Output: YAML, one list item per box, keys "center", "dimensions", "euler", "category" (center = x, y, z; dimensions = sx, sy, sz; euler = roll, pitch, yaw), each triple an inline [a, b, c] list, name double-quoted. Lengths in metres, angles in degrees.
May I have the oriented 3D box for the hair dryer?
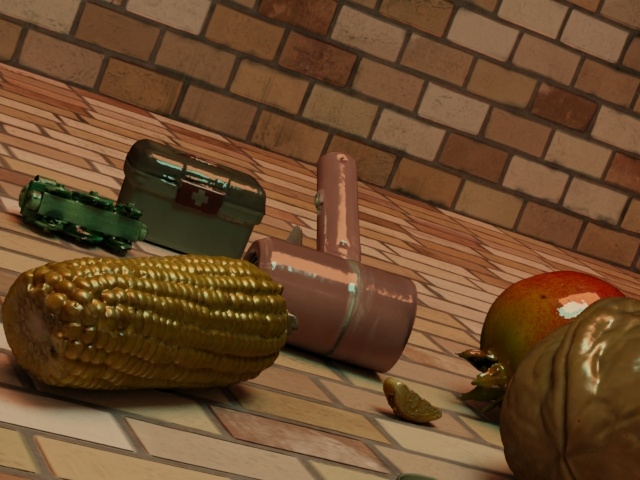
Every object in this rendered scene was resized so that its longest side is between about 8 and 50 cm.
- center: [0.000, 0.000, 2.065]
  dimensions: [0.210, 0.125, 0.352]
  euler: [17, 41, -17]
  category: "hair dryer"

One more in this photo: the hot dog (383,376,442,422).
- center: [0.103, 0.192, 1.849]
  dimensions: [0.090, 0.034, 0.030]
  euler: [39, -13, -34]
  category: "hot dog"

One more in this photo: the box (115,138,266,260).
- center: [-0.193, -0.055, 2.313]
  dimensions: [0.210, 0.129, 0.148]
  euler: [18, 10, -15]
  category: "box"

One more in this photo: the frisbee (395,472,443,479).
- center: [0.124, 0.258, 1.564]
  dimensions: [0.110, 0.014, 0.110]
  euler: [20, 9, -3]
  category: "frisbee"

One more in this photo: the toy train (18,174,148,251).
- center: [-0.318, -0.036, 2.111]
  dimensions: [0.178, 0.071, 0.104]
  euler: [18, 2, -32]
  category: "toy train"

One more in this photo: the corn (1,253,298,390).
- center: [-0.164, 0.081, 1.564]
  dimensions: [0.144, 0.144, 0.387]
  euler: [27, 13, 31]
  category: "corn"

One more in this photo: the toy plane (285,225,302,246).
- center: [-0.011, 0.057, 2.147]
  dimensions: [0.174, 0.080, 0.174]
  euler: [31, 16, -10]
  category: "toy plane"

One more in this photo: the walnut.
- center: [0.337, 0.192, 1.701]
  dimensions: [0.277, 0.252, 0.313]
  euler: [27, 20, 31]
  category: "walnut"

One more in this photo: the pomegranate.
- center: [0.293, 0.149, 2.026]
  dimensions: [0.256, 0.221, 0.221]
  euler: [-17, 24, -20]
  category: "pomegranate"
